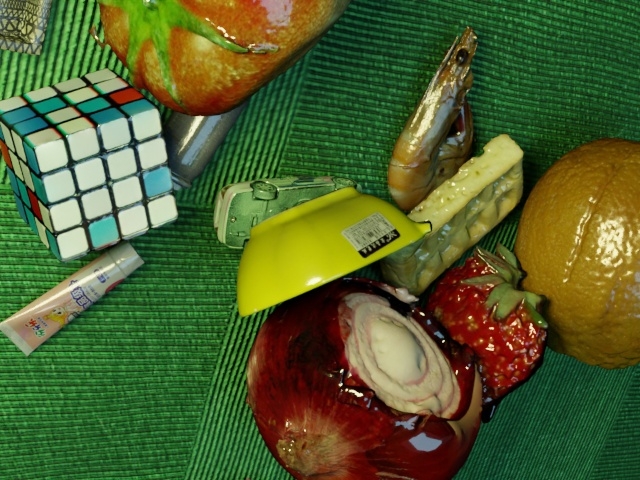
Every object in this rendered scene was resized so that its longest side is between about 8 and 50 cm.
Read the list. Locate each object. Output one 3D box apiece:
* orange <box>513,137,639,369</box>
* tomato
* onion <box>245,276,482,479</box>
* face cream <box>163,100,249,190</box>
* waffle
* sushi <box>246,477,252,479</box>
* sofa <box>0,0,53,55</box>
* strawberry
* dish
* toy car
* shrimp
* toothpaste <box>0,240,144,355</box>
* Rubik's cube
[{"bbox_3d":[0.469,0.022,1.744,0.322,0.322,0.357,17,92,-40],"label":"orange"},{"bbox_3d":[-0.103,-0.289,1.193,0.239,0.303,0.303,-29,130,-39],"label":"tomato"},{"bbox_3d":[0.051,0.218,1.576,0.341,0.341,0.341,-17,124,-27],"label":"onion"},{"bbox_3d":[-0.132,-0.175,1.376,0.073,0.073,0.283,30,96,-42],"label":"face cream"},{"bbox_3d":[0.204,-0.031,1.673,0.274,0.057,0.168,-41,155,-10],"label":"waffle"},{"bbox_3d":[-0.164,0.443,1.676,0.161,0.241,0.107,16,114,0],"label":"sushi"},{"bbox_3d":[-0.328,-0.268,1.208,0.060,0.039,0.118,5,112,-36],"label":"sofa"},{"bbox_3d":[0.213,0.168,1.699,0.137,0.233,0.306,13,123,-34],"label":"strawberry"},{"bbox_3d":[0.000,0.000,1.417,0.262,0.221,0.108,-23,89,-30],"label":"dish"},{"bbox_3d":[-0.045,-0.045,1.512,0.224,0.076,0.090,-6,118,-37],"label":"toy car"},{"bbox_3d":[0.188,-0.170,1.614,0.152,0.063,0.287,6,114,-40],"label":"shrimp"},{"bbox_3d":[-0.317,0.070,1.411,0.194,0.043,0.067,-37,133,-5],"label":"toothpaste"},{"bbox_3d":[-0.272,-0.090,1.275,0.155,0.151,0.154,-22,125,-23],"label":"Rubik's cube"}]
